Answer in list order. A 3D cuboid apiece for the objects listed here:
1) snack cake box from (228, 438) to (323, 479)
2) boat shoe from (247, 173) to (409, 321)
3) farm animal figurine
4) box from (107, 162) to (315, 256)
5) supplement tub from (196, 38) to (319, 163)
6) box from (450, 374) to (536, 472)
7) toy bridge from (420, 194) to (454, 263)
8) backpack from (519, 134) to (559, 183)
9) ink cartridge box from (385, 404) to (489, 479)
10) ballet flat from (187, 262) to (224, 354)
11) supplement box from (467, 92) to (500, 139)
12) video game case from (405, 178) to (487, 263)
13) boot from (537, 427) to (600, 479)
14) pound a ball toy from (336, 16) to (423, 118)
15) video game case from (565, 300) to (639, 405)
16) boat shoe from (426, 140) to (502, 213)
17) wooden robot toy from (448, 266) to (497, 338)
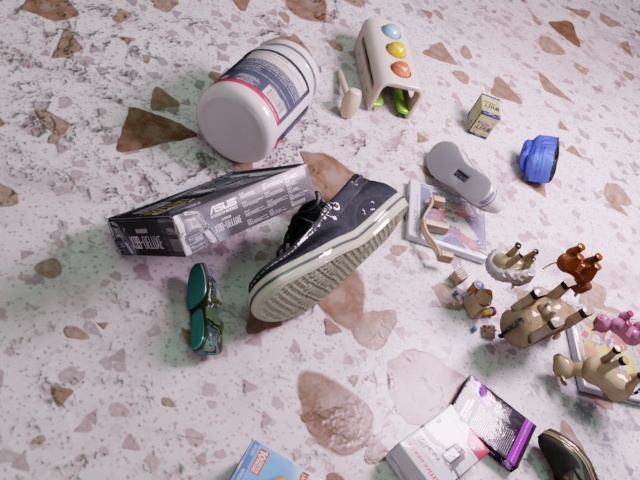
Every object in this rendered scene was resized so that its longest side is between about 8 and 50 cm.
[{"bbox_3d":[-0.103,0.452,1.072,0.152,0.089,0.264,30,47,1],"label":"snack cake box"},{"bbox_3d":[0.000,0.000,1.434,0.156,0.187,0.500,39,41,11],"label":"boat shoe"},{"bbox_3d":[0.504,0.179,1.520,0.327,0.172,0.330,6,55,-25],"label":"farm animal figurine"},{"bbox_3d":[-0.201,-0.058,1.350,0.307,0.242,0.076,-26,107,-38],"label":"box"},{"bbox_3d":[-0.133,-0.314,1.618,0.191,0.191,0.272,32,46,3],"label":"supplement tub"},{"bbox_3d":[0.326,0.349,1.397,0.162,0.029,0.116,39,47,7],"label":"box"},{"bbox_3d":[0.259,-0.032,1.650,0.063,0.026,0.188,11,49,-14],"label":"toy bridge"},{"bbox_3d":[0.580,-0.209,1.932,0.101,0.098,0.120,4,45,16],"label":"backpack"},{"bbox_3d":[0.207,0.380,1.292,0.150,0.063,0.109,-24,66,-37],"label":"ink cartridge box"},{"bbox_3d":[-0.205,0.128,1.320,0.070,0.070,0.188,8,52,-19],"label":"ballet flat"},{"bbox_3d":[0.445,-0.338,1.979,0.056,0.083,0.083,18,49,-10],"label":"supplement box"},{"bbox_3d":[0.297,-0.047,1.713,0.201,0.023,0.183,18,48,-11],"label":"video game case"},{"bbox_3d":[0.446,0.459,1.336,0.137,0.077,0.198,-25,65,-32],"label":"boot"},{"bbox_3d":[0.148,-0.456,1.904,0.208,0.136,0.319,9,50,-19],"label":"pound a ball toy"},{"bbox_3d":[0.653,0.253,1.629,0.206,0.026,0.227,15,48,-13],"label":"video game case"},{"bbox_3d":[0.352,-0.151,1.762,0.088,0.096,0.267,39,6,-39],"label":"boat shoe"},{"bbox_3d":[0.348,0.121,1.560,0.076,0.079,0.173,-5,56,-28],"label":"wooden robot toy"}]
